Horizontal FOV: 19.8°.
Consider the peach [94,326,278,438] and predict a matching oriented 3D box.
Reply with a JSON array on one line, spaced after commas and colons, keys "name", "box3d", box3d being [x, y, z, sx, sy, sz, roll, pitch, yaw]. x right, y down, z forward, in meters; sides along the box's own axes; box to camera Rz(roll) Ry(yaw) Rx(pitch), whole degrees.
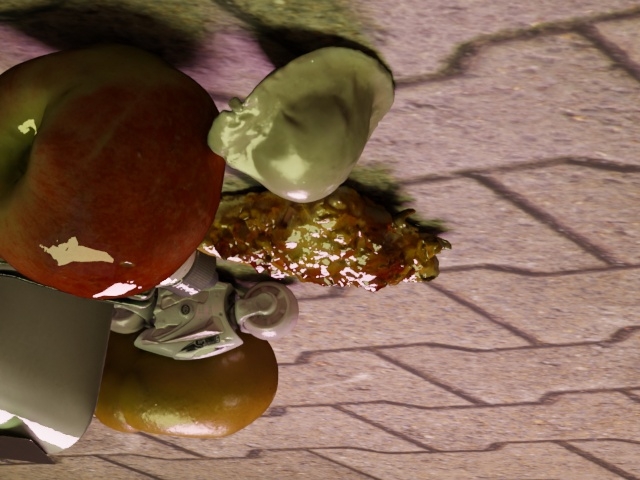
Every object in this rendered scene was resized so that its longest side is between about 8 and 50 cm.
[{"name": "peach", "box3d": [-0.182, 0.176, 2.349, 0.251, 0.153, 0.251, -8, -164, 2]}]

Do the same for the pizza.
[{"name": "pizza", "box3d": [0.000, 0.000, 1.942, 0.290, 0.081, 0.229, 11, 161, -5]}]

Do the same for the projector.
[{"name": "projector", "box3d": [-0.421, 0.103, 2.153, 0.249, 0.248, 0.249, -4, 158, 33]}]

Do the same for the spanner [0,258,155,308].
[{"name": "spanner", "box3d": [-0.336, 0.021, 1.957, 0.325, 0.040, 0.095, 13, 165, -3]}]

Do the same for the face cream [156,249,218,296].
[{"name": "face cream", "box3d": [-0.205, -0.008, 1.992, 0.092, 0.092, 0.311, -4, 159, 31]}]

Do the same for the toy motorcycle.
[{"name": "toy motorcycle", "box3d": [-0.153, 0.095, 2.243, 0.254, 0.112, 0.112, 3, 161, 11]}]

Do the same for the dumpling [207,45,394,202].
[{"name": "dumpling", "box3d": [-0.003, -0.111, 1.605, 0.111, 0.181, 0.155, 42, 125, 3]}]

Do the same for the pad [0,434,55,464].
[{"name": "pad", "box3d": [-0.427, 0.236, 2.151, 0.211, 0.003, 0.143, 7, 162, 7]}]

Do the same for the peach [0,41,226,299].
[{"name": "peach", "box3d": [-0.188, -0.064, 1.625, 0.232, 0.232, 0.257, -5, 172, 34]}]
